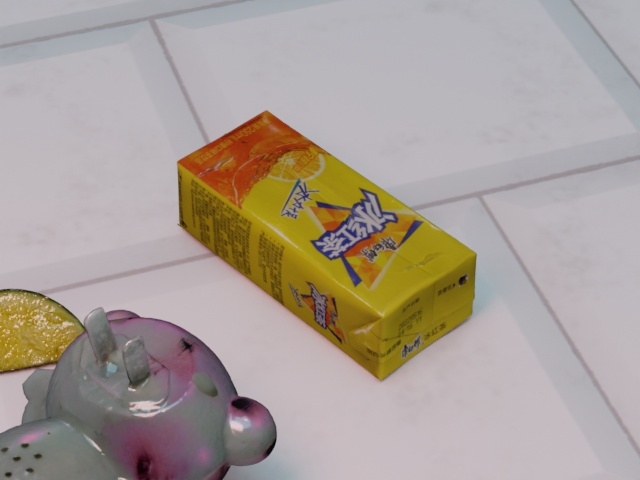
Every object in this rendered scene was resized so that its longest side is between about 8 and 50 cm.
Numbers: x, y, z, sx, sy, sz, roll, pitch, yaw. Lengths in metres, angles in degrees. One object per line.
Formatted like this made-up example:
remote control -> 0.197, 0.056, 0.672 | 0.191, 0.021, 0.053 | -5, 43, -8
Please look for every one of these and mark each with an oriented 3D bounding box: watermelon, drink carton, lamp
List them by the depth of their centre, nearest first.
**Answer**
lamp -> -0.220, 0.190, 1.659 | 0.301, 0.247, 0.247 | -39, 51, -25
watermelon -> -0.349, 0.101, 1.908 | 0.181, 0.075, 0.092 | -11, 87, -10
drink carton -> 0.000, 0.000, 1.962 | 0.154, 0.111, 0.351 | -33, 52, -30
